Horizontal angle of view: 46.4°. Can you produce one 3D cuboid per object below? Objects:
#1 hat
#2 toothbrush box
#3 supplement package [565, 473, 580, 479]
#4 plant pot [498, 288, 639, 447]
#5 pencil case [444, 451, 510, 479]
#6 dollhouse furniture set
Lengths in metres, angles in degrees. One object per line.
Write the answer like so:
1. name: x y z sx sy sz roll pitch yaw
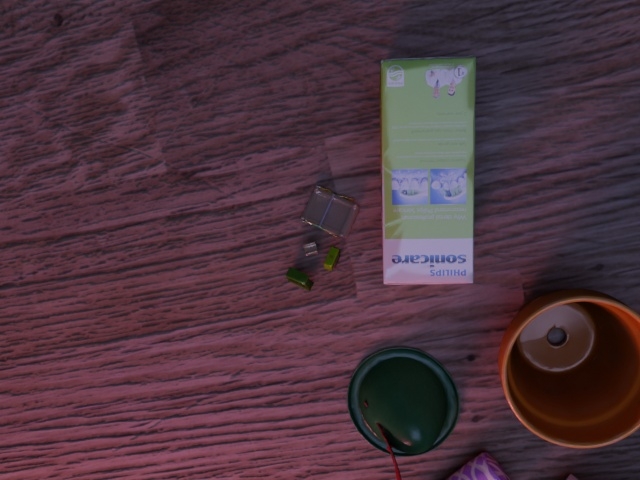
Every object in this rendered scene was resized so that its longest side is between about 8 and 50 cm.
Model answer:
1. hat: 0.128 0.279 1.091 0.173 0.183 0.208 -34 94 10
2. toothbrush box: 0.142 -0.098 1.017 0.122 0.206 0.283 -2 100 6
3. supplement package: 0.396 0.483 1.054 0.149 0.203 0.194 42 85 -14
4. plant pot: 0.347 0.155 1.047 0.205 0.188 0.205 1 100 6
5. pencil case: 0.211 0.417 1.160 0.206 0.086 0.088 -40 117 12
6. dollhouse furniture set: 0.000 0.000 1.141 0.076 0.058 0.151 23 82 9
